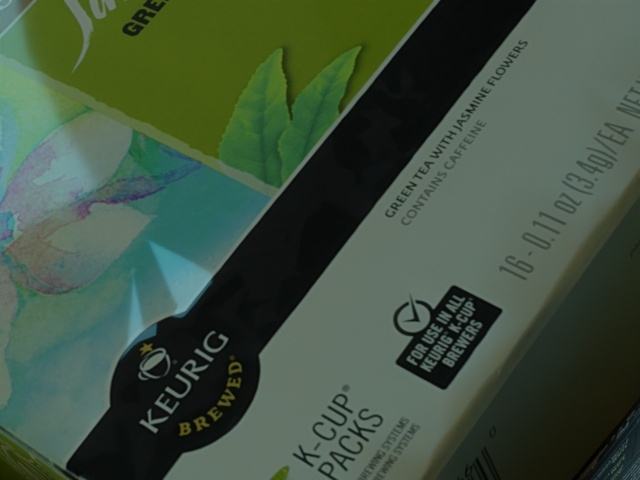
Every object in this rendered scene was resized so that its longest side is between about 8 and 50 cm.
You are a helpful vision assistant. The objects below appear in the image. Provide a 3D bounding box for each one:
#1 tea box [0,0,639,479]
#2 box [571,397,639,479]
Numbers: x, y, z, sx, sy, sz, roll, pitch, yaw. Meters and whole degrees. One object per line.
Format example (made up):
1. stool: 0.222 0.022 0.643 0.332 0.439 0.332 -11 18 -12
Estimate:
1. tea box: 0.000 0.000 0.630 0.329 0.323 0.220 -52 -34 -20
2. box: 0.119 0.061 0.372 0.231 0.056 0.183 -56 -6 17
